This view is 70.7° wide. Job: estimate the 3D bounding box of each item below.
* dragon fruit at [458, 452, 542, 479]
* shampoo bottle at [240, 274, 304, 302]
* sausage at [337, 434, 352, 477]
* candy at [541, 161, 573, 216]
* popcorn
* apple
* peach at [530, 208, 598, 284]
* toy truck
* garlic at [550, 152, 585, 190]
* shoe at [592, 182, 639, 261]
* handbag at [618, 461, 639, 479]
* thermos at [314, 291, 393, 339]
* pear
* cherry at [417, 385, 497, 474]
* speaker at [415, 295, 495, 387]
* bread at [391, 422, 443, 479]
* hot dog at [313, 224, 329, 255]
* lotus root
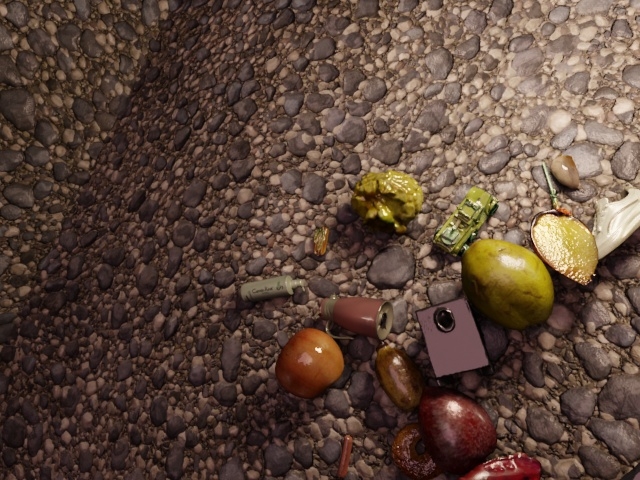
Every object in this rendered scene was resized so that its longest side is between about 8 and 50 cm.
[{"bbox_3d":[0.550,0.788,1.320,0.330,0.302,0.240,-45,43,-11],"label":"dragon fruit"},{"bbox_3d":[-0.196,0.196,1.863,0.263,0.085,0.085,-12,72,18],"label":"shampoo bottle"},{"bbox_3d":[0.090,0.777,1.623,0.030,0.035,0.146,13,80,-8],"label":"sausage"},{"bbox_3d":[0.817,-0.153,1.574,0.084,0.078,0.287,3,64,-8],"label":"candy"},{"bbox_3d":[0.252,-0.149,1.708,0.270,0.224,0.258,49,113,16],"label":"popcorn"},{"bbox_3d":[-0.037,0.454,1.651,0.254,0.253,0.253,-6,74,20],"label":"apple"},{"bbox_3d":[0.780,0.027,1.446,0.189,0.068,0.278,-11,61,6],"label":"peach"},{"bbox_3d":[0.526,-0.077,1.624,0.128,0.135,0.259,39,89,25],"label":"toy truck"},{"bbox_3d":[0.857,-0.238,1.570,0.084,0.066,0.151,-14,67,8],"label":"garlic"},{"bbox_3d":[0.940,-0.065,1.467,0.316,0.124,0.159,-40,66,1],"label":"shoe"},{"bbox_3d":[0.950,0.759,1.256,0.211,0.088,0.254,-46,64,-1],"label":"handbag"},{"bbox_3d":[0.120,0.289,1.685,0.265,0.146,0.176,4,69,32],"label":"thermos"},{"bbox_3d":[0.600,0.138,1.466,0.269,0.269,0.321,-35,76,10],"label":"pear"},{"bbox_3d":[0.425,0.594,1.430,0.230,0.203,0.300,-31,73,-15],"label":"cherry"},{"bbox_3d":[0.451,0.335,1.488,0.184,0.232,0.253,-21,69,17],"label":"speaker"},{"bbox_3d":[0.335,0.716,1.526,0.194,0.064,0.193,-7,70,19],"label":"bread"},{"bbox_3d":[0.000,0.000,1.862,0.057,0.041,0.132,7,79,23],"label":"hot dog"},{"bbox_3d":[0.274,0.472,1.580,0.145,0.128,0.260,-29,69,-3],"label":"lotus root"}]
